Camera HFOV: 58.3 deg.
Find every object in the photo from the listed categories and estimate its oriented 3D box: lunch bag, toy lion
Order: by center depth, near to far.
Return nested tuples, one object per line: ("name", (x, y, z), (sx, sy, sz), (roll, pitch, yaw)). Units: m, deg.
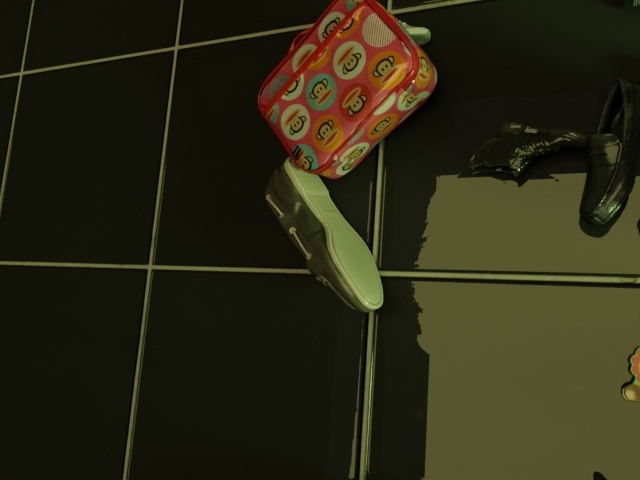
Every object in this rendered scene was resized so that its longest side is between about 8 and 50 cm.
("toy lion", (0.479, 0.198, 0.803), (0.100, 0.034, 0.096), (33, 87, 25))
("lunch bag", (0.032, -0.285, 1.026), (0.293, 0.120, 0.258), (-43, 67, 24))

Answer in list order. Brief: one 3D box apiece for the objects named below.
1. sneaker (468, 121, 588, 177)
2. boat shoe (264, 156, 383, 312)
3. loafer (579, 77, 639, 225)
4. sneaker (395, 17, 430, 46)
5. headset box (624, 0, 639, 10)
("sneaker", (0.332, -0.138, 0.922), (0.170, 0.051, 0.089), (17, 87, 30))
("boat shoe", (0.000, 0.000, 1.018), (0.095, 0.112, 0.335), (-45, 59, 29))
("loafer", (0.428, -0.132, 0.852), (0.078, 0.076, 0.223), (23, 86, -14))
("sneaker", (0.130, -0.389, 1.056), (0.152, 0.054, 0.061), (10, 82, 26))
("headset box", (0.617, -0.460, 0.809), (0.283, 0.131, 0.246), (16, 87, 25))
